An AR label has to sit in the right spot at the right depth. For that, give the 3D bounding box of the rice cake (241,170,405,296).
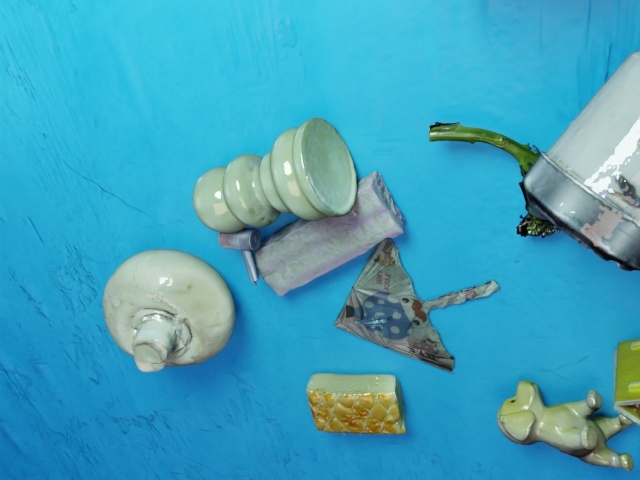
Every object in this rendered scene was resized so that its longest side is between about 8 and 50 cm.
[{"bbox_3d":[0.002,0.001,1.016,0.298,0.050,0.106,-29,114,33],"label":"rice cake"}]

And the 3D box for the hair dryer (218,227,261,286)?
[{"bbox_3d":[-0.125,0.031,1.034,0.063,0.037,0.114,2,122,26],"label":"hair dryer"}]

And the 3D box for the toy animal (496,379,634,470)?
[{"bbox_3d":[0.439,0.329,1.098,0.233,0.121,0.168,25,147,-15],"label":"toy animal"}]

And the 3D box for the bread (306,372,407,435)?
[{"bbox_3d":[0.072,0.327,1.234,0.188,0.068,0.125,-3,125,19],"label":"bread"}]

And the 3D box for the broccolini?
[{"bbox_3d":[0.258,-0.083,0.867,0.271,0.062,0.123,24,115,-9],"label":"broccolini"}]

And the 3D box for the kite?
[{"bbox_3d":[0.163,0.122,1.088,0.314,0.011,0.335,-17,121,26],"label":"kite"}]

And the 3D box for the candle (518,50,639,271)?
[{"bbox_3d":[0.396,-0.123,0.707,0.187,0.187,0.330,33,112,-9],"label":"candle"}]

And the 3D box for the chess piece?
[{"bbox_3d":[-0.087,-0.077,0.937,0.251,0.144,0.144,-15,121,32],"label":"chess piece"}]

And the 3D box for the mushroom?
[{"bbox_3d":[-0.276,0.138,1.115,0.246,0.202,0.246,2,126,3],"label":"mushroom"}]

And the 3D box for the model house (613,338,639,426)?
[{"bbox_3d":[0.598,0.302,0.919,0.324,0.300,0.340,10,124,23],"label":"model house"}]
